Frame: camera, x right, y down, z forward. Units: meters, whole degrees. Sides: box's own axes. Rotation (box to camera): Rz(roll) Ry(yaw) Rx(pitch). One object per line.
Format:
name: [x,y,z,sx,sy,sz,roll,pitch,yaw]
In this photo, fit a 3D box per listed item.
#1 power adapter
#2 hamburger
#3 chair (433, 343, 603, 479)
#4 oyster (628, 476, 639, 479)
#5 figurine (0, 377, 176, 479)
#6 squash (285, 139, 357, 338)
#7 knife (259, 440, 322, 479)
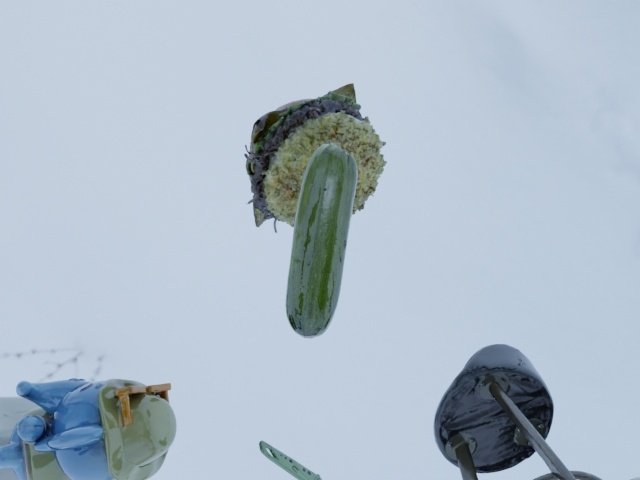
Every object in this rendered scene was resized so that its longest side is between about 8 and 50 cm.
power adapter: [-0.429,0.317,1.315,0.125,0.205,0.130,-126,45,-57]
hamburger: [-0.010,-0.116,1.352,0.138,0.262,0.243,46,150,40]
chair: [0.133,0.161,0.556,0.095,0.221,0.104,-32,114,8]
oyster: [0.296,0.255,0.646,0.351,0.114,0.237,6,118,-4]
figurine: [-0.311,0.253,1.096,0.262,0.153,0.180,-13,139,8]
squash: [0.000,0.000,1.012,0.069,0.069,0.238,15,101,35]
knife: [-0.001,0.324,1.128,0.207,0.030,0.014,38,115,-16]
